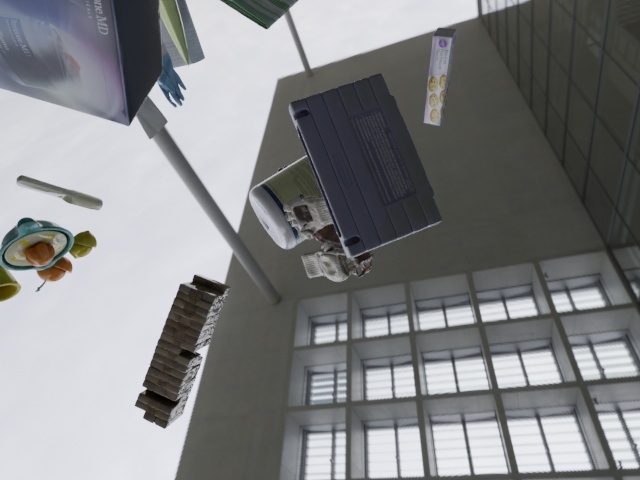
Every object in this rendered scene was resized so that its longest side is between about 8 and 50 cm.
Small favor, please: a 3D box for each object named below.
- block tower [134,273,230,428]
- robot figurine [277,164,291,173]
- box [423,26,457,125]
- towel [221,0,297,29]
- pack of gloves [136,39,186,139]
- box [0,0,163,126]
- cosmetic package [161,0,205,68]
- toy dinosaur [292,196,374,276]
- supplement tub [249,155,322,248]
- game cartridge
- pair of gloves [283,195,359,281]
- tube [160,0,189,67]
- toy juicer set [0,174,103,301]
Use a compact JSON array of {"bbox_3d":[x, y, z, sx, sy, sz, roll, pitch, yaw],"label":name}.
[{"bbox_3d":[-0.320,0.250,0.989,0.090,0.097,0.336,21,-89,7],"label":"block tower"},{"bbox_3d":[-0.093,-0.164,1.724,0.173,0.279,0.209,-9,-176,12],"label":"robot figurine"},{"bbox_3d":[0.406,-0.549,1.459,0.067,0.324,0.063,17,-127,19],"label":"box"},{"bbox_3d":[-0.200,-0.863,1.445,0.247,0.038,0.325,32,-122,-2],"label":"towel"},{"bbox_3d":[-0.446,-0.412,1.087,0.046,0.232,0.195,11,-126,24],"label":"pack of gloves"},{"bbox_3d":[-0.420,-0.376,0.656,0.293,0.296,0.183,15,-124,-9],"label":"box"},{"bbox_3d":[-0.483,-0.698,1.401,0.117,0.231,0.086,0,-145,25],"label":"cosmetic package"},{"bbox_3d":[0.054,-0.017,1.224,0.127,0.295,0.201,175,-68,-74],"label":"toy dinosaur"},{"bbox_3d":[-0.045,-0.147,1.418,0.324,0.236,0.235,-34,-137,-14],"label":"supplement tub"},{"bbox_3d":[0.099,-0.165,0.928,0.230,0.068,0.355,-20,-94,-13],"label":"game cartridge"},{"bbox_3d":[0.000,0.000,1.136,0.204,0.240,0.042,-1,-160,46],"label":"pair of gloves"},{"bbox_3d":[-0.423,-0.625,1.222,0.062,0.240,0.070,18,-118,14],"label":"tube"},{"bbox_3d":[-0.550,0.007,0.886,0.329,0.209,0.090,-47,-109,27],"label":"toy juicer set"}]
